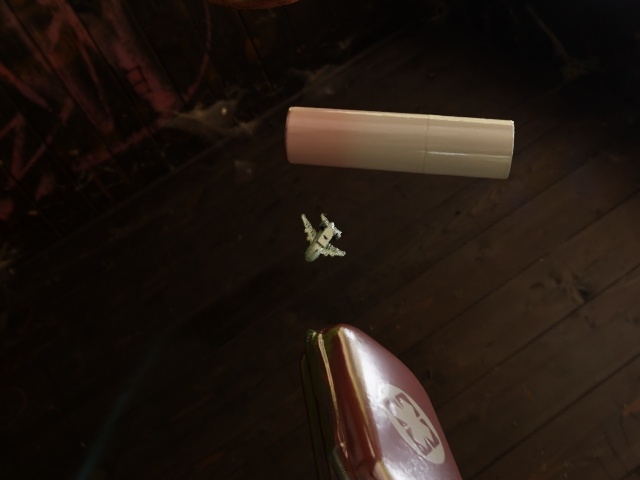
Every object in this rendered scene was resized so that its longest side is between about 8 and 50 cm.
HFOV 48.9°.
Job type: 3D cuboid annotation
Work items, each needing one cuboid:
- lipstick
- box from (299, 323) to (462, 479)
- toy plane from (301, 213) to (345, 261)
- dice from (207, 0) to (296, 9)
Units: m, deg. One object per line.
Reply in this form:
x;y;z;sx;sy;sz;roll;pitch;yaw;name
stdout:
0.114;-0.146;1.045;0.326;0.087;0.087;5;-131;7;lipstick
0.091;0.288;1.005;0.108;0.263;0.404;-43;-151;16;box
0.002;-0.001;0.946;0.033;0.080;0.083;-33;-162;43;toy plane
-0.057;-0.287;0.507;0.174;0.175;0.179;20;-128;1;dice
